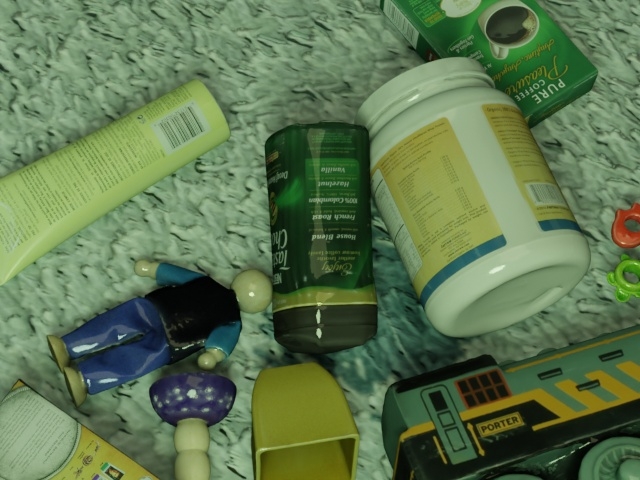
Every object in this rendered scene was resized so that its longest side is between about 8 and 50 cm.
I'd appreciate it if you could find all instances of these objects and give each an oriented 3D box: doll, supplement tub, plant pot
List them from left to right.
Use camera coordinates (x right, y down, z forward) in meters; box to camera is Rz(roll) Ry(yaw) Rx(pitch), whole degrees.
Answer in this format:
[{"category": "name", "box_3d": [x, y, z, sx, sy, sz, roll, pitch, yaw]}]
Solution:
[{"category": "doll", "box_3d": [-0.126, 0.065, 1.315, 0.189, 0.046, 0.129, -21, 52, -15]}, {"category": "plant pot", "box_3d": [-0.018, 0.145, 1.273, 0.081, 0.081, 0.083, -8, 54, -8]}, {"category": "supplement tub", "box_3d": [0.121, -0.036, 1.330, 0.144, 0.144, 0.199, -18, 67, -13]}]

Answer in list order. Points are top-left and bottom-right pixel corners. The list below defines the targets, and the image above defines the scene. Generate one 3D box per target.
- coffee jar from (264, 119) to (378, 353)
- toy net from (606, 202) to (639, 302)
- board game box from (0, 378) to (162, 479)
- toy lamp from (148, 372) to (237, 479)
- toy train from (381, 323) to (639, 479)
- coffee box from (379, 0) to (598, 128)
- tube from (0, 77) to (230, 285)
[{"category": "coffee jar", "box_3d": [0.000, 0.000, 1.308, 0.079, 0.096, 0.184, -1, 82, -20]}, {"category": "toy net", "box_3d": [0.318, -0.030, 1.402, 0.122, 0.045, 0.232, 14, 63, 4]}, {"category": "board game box", "box_3d": [-0.234, 0.244, 1.185, 0.165, 0.042, 0.243, 31, 75, 26]}, {"category": "toy lamp", "box_3d": [-0.098, 0.241, 1.221, 0.080, 0.080, 0.274, 0, 62, -5]}, {"category": "toy train", "box_3d": [0.205, 0.163, 1.255, 0.334, 0.142, 0.190, -16, 57, -12]}, {"category": "coffee box", "box_3d": [0.150, -0.182, 1.460, 0.113, 0.040, 0.184, -34, 71, -18]}, {"category": "tube", "box_3d": [-0.193, -0.056, 1.368, 0.240, 0.062, 0.070, -31, 27, -12]}]
